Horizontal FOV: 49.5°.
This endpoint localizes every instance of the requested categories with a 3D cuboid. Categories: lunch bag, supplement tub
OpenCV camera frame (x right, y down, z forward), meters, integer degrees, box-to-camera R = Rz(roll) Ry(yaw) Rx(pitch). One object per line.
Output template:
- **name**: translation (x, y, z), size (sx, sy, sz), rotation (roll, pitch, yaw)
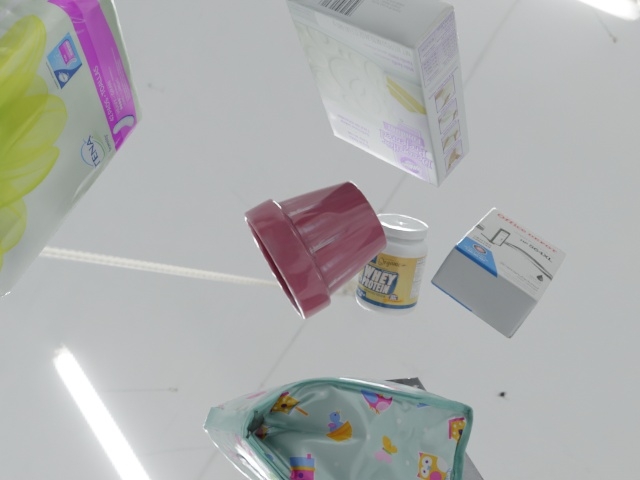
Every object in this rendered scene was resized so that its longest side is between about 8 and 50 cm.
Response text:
- **lunch bag**: translation (0.006, 0.233, 0.799), size (0.223, 0.262, 0.160), rotation (149, -49, -68)
- **supplement tub**: translation (0.161, 0.053, 1.552), size (0.144, 0.144, 0.200), rotation (23, -67, 37)

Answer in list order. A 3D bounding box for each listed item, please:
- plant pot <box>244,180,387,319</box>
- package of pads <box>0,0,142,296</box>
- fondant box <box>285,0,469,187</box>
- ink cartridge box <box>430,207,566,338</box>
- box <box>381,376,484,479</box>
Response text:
- **plant pot**: translation (0.000, 0.000, 1.135), size (0.180, 0.201, 0.201), rotation (-29, -120, -7)
- **package of pads**: translation (-0.304, -0.113, 0.696), size (0.101, 0.229, 0.296), rotation (22, -120, 10)
- **fondant box**: translation (0.101, -0.252, 1.096), size (0.238, 0.330, 0.096), rotation (32, -106, 29)
- **ink cartridge box**: translation (0.288, 0.044, 1.107), size (0.148, 0.203, 0.086), rotation (35, -56, 14)
- **box**: translation (0.136, 0.332, 1.122), size (0.231, 0.183, 0.056), rotation (58, -47, 40)
